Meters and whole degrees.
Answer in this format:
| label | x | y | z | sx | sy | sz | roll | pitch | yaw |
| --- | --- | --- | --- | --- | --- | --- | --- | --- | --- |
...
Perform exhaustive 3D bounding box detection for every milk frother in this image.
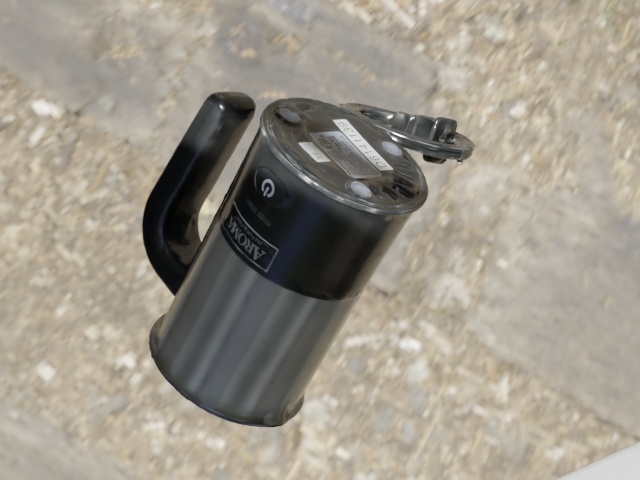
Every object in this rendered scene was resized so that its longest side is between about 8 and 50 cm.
| label | x | y | z | sx | sy | sz | roll | pitch | yaw |
| --- | --- | --- | --- | --- | --- | --- | --- | --- | --- |
| milk frother | 0.000 | 0.000 | 0.849 | 0.143 | 0.129 | 0.135 | 8 | 126 | -34 |

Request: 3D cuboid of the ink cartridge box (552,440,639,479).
| label | x | y | z | sx | sy | sz | roll | pitch | yaw |
| --- | --- | --- | --- | --- | --- | --- | --- | --- | --- |
| ink cartridge box | 0.124 | 0.188 | 0.351 | 0.197 | 0.270 | 0.198 | 35 | 138 | -20 |
